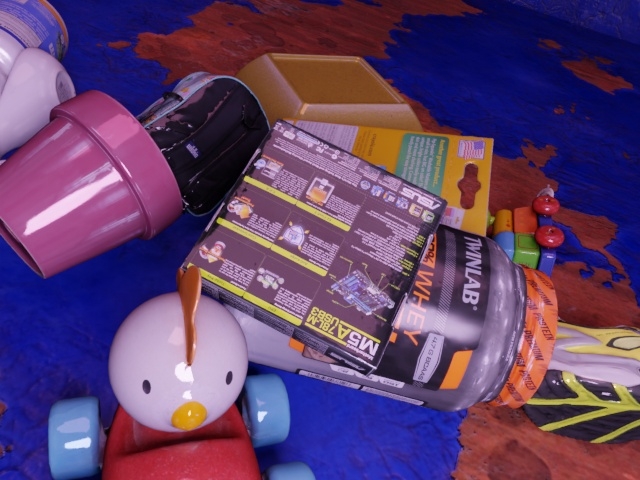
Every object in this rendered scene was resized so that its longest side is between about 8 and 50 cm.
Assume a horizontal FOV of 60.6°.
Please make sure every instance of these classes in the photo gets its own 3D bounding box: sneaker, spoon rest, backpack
[{"bbox_3d":[0.435,0.176,0.672,0.384,0.145,0.147,16,40,-2],"label":"sneaker"},{"bbox_3d":[-0.439,-0.184,0.825,0.084,0.137,0.277,-6,47,0],"label":"spoon rest"},{"bbox_3d":[-0.176,-0.152,0.805,0.188,0.166,0.144,-42,35,-12],"label":"backpack"}]

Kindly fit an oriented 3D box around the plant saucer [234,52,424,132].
[{"bbox_3d":[0.024,-0.304,1.143,0.332,0.081,0.333,-6,43,-25],"label":"plant saucer"}]

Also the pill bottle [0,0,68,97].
[{"bbox_3d":[-0.533,-0.302,0.908,0.152,0.152,0.272,7,41,-10],"label":"pill bottle"}]

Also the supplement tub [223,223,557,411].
[{"bbox_3d":[0.071,0.070,0.626,0.337,0.207,0.207,14,39,-1],"label":"supplement tub"}]

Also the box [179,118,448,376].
[{"bbox_3d":[0.000,0.000,0.511,0.190,0.045,0.184,26,68,4],"label":"box"}]

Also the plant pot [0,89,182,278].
[{"bbox_3d":[-0.304,-0.056,0.680,0.201,0.201,0.180,35,59,22],"label":"plant pot"}]

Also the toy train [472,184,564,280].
[{"bbox_3d":[0.317,-0.033,0.922,0.143,0.105,0.248,8,38,12],"label":"toy train"}]

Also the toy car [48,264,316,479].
[{"bbox_3d":[-0.114,0.137,0.450,0.219,0.238,0.210,-2,33,-19],"label":"toy car"}]

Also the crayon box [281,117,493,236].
[{"bbox_3d":[0.074,-0.069,0.794,0.322,0.083,0.203,8,53,13],"label":"crayon box"}]
